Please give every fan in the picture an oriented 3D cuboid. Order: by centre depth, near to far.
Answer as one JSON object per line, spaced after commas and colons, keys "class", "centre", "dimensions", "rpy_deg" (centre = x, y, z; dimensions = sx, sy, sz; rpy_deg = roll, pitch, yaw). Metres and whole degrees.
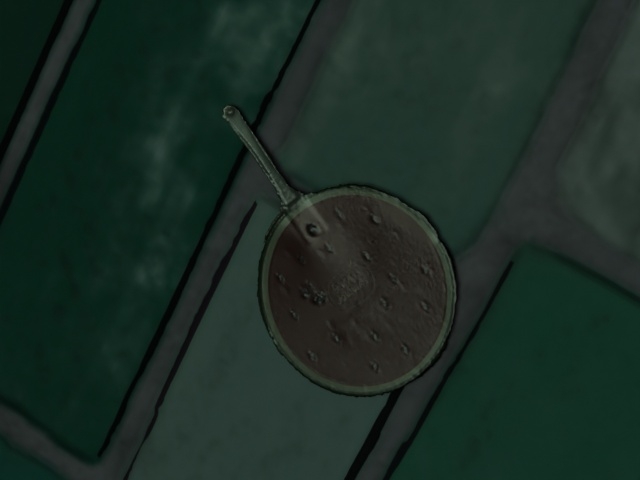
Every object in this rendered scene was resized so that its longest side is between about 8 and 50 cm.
{"class": "fan", "centre": [0.000, 0.000, 0.788], "dimensions": [0.085, 0.005, 0.133], "rpy_deg": [-38, 82, 23]}
